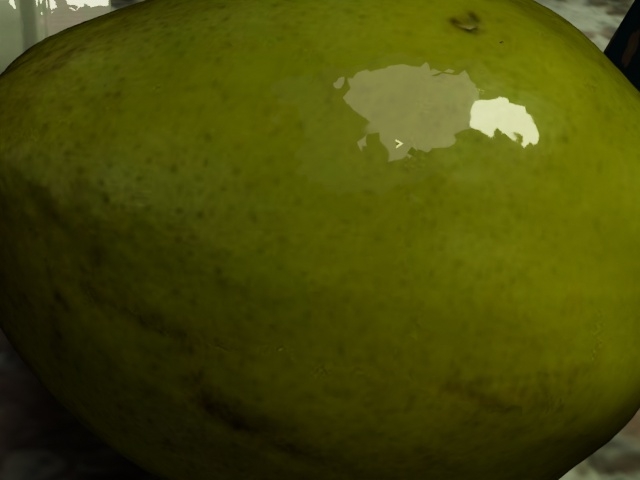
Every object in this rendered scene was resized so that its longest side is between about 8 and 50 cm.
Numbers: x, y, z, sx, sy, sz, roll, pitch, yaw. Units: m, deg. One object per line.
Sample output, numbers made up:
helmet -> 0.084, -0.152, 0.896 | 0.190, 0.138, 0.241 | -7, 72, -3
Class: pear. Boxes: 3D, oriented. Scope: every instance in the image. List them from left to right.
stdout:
pear -> 0.000, 0.000, 0.527 | 0.307, 0.253, 0.253 | 6, 47, -1

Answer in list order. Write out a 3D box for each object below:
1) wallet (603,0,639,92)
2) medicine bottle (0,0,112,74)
wallet -> 0.157, -0.041, 0.648 | 0.059, 0.202, 0.141 | 16, 47, -7
medicine bottle -> -0.268, -0.114, 0.649 | 0.296, 0.111, 0.161 | -9, 53, -22
